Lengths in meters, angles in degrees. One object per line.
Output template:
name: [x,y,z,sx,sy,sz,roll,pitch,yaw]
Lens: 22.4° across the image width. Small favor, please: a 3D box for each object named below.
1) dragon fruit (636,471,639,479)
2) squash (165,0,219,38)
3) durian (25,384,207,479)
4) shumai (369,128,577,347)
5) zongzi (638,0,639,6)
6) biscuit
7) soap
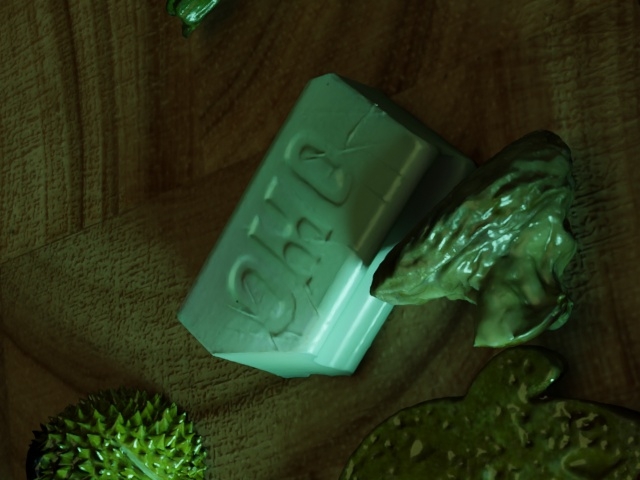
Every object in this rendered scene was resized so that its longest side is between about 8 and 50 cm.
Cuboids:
dragon fruit: [0.360,0.179,1.158,0.317,0.152,0.205,-30,22,12]
squash: [-0.095,-0.353,1.672,0.137,0.137,0.287,6,97,40]
durian: [-0.239,0.238,1.635,0.237,0.138,0.193,-10,75,39]
shumai: [0.152,0.016,1.369,0.209,0.161,0.153,-40,78,3]
zongzi: [0.280,-0.235,1.325,0.300,0.145,0.273,12,94,57]
biscuit: [0.161,0.244,1.352,0.367,0.063,0.314,-4,75,38]
soap: [0.000,0.000,1.513,0.173,0.095,0.289,42,108,38]
